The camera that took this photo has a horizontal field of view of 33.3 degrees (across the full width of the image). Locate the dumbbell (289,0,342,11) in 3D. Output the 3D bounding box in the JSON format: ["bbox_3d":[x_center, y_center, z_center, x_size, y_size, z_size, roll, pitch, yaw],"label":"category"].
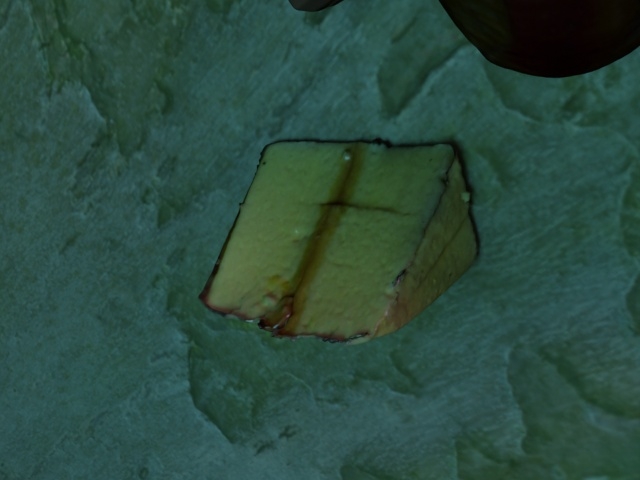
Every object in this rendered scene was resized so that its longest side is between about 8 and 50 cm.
[{"bbox_3d":[-0.039,-0.304,0.898,0.092,0.082,0.231,-24,100,46],"label":"dumbbell"}]

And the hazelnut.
[{"bbox_3d":[0.161,-0.207,0.767,0.170,0.160,0.202,35,172,33],"label":"hazelnut"}]

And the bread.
[{"bbox_3d":[0.000,0.000,0.994,0.240,0.178,0.135,7,122,38],"label":"bread"}]
